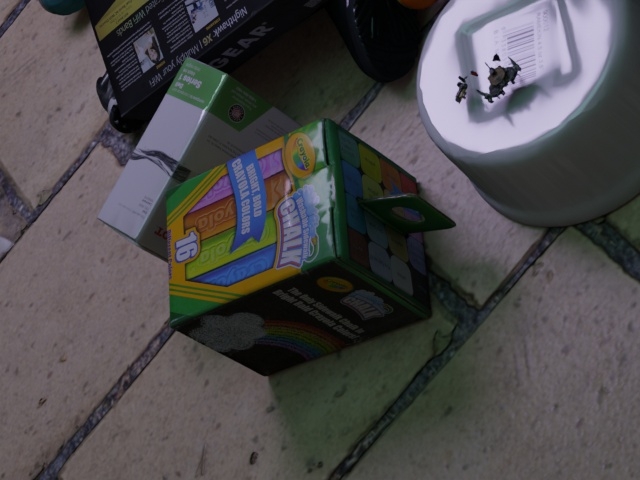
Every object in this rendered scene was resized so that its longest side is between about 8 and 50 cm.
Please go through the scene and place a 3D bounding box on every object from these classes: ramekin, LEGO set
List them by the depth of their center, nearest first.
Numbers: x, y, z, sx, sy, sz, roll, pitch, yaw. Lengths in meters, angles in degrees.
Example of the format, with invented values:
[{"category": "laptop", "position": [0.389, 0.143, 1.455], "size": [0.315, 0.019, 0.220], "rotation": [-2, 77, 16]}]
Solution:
[{"category": "LEGO set", "position": [0.170, -0.156, 1.630], "size": [0.083, 0.023, 0.054], "rotation": [7, 71, 54]}, {"category": "ramekin", "position": [0.231, -0.165, 1.689], "size": [0.277, 0.135, 0.277], "rotation": [-19, 57, 32]}]

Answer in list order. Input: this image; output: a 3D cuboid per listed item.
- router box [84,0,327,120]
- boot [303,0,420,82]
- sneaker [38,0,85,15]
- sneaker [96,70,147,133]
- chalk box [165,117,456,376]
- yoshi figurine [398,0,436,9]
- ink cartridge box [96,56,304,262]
[{"category": "router box", "position": [-0.150, -0.320, 1.973], "size": [0.309, 0.081, 0.243], "rotation": [-31, 68, 36]}, {"category": "boot", "position": [0.008, -0.281, 1.963], "size": [0.207, 0.094, 0.246], "rotation": [-22, 80, 53]}, {"category": "sneaker", "position": [-0.280, -0.436, 2.259], "size": [0.121, 0.108, 0.302], "rotation": [26, 85, 48]}, {"category": "sneaker", "position": [-0.215, -0.257, 2.135], "size": [0.234, 0.078, 0.106], "rotation": [-52, 49, 8]}, {"category": "chalk box", "position": [0.000, 0.000, 1.764], "size": [0.289, 0.180, 0.179], "rotation": [-23, 56, 27]}, {"category": "yoshi figurine", "position": [0.168, -0.382, 1.732], "size": [0.362, 0.204, 0.203], "rotation": [-17, 86, 65]}, {"category": "ink cartridge box", "position": [-0.135, -0.075, 1.921], "size": [0.092, 0.160, 0.219], "rotation": [27, 86, 45]}]
